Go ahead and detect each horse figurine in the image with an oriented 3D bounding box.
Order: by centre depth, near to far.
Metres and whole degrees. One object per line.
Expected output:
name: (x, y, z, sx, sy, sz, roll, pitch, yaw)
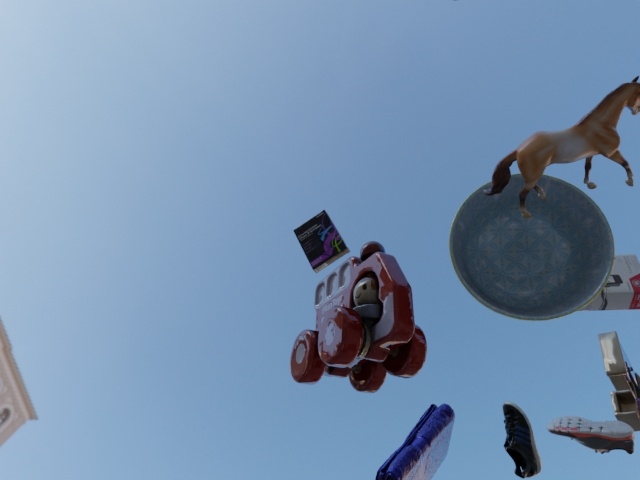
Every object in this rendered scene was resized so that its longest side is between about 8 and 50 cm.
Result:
horse figurine: (0.405, -0.138, 0.746, 0.263, 0.066, 0.174, -17, -54, 18)

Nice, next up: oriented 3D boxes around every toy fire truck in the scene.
toy fire truck: (0.065, 0.138, 0.851, 0.169, 0.254, 0.302, 15, -35, -22)

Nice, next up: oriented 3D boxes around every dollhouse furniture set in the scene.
dollhouse furniture set: (0.916, 0.357, 1.122, 0.303, 0.286, 0.198, -23, -63, 35)

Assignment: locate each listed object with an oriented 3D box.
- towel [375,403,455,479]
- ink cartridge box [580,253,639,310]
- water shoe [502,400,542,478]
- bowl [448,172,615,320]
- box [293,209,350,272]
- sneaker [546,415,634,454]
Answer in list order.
towel: (0.250, 0.597, 1.202, 0.076, 0.308, 0.227, 24, -57, 36)
ink cartridge box: (0.611, 0.092, 0.971, 0.150, 0.109, 0.063, -4, -45, 15)
water shoe: (0.563, 0.567, 1.275, 0.080, 0.203, 0.073, -3, -27, -26)
bowl: (0.410, 0.026, 0.906, 0.289, 0.156, 0.289, -5, -108, 15)
box: (0.000, 0.000, 1.282, 0.116, 0.162, 0.029, -34, -38, 6)
sneaker: (0.535, 0.395, 0.887, 0.158, 0.061, 0.065, -15, -86, 48)
